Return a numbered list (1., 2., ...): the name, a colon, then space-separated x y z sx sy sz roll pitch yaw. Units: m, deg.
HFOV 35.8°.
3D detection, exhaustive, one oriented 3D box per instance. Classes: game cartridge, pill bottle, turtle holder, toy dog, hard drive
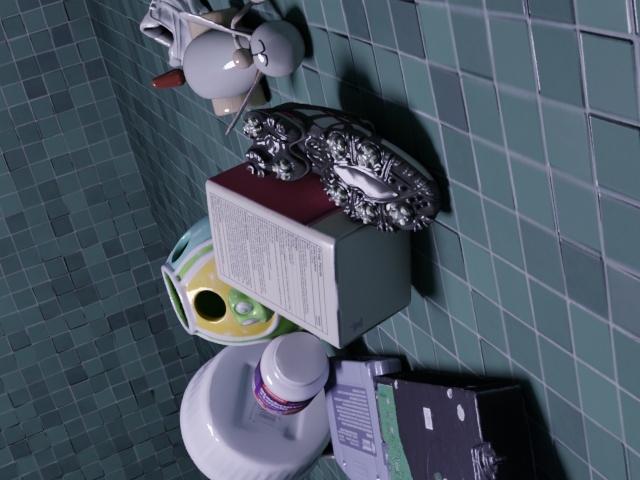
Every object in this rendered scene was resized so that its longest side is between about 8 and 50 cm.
1. game cartridge: 0.070 0.270 1.467 0.294 0.060 0.196 160 105 -75
2. pill bottle: -0.045 0.205 1.549 0.108 0.108 0.193 65 163 15
3. turtle holder: -0.115 0.073 1.577 0.320 0.227 0.243 -128 24 -47
4. toy dog: -0.143 -0.251 1.380 0.220 0.161 0.333 66 164 9
5. hard drive: 0.155 0.277 1.159 0.339 0.064 0.237 160 103 -73

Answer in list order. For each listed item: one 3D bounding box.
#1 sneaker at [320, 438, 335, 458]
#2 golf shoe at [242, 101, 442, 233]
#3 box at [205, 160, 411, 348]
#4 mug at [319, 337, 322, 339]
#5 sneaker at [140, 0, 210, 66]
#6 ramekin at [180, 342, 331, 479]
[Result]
1. sneaker: -0.044 0.369 1.855 0.084 0.185 0.069 45 117 54
2. golf shoe: 0.037 -0.100 1.110 0.273 0.120 0.105 28 131 33
3. box: -0.015 0.002 1.201 0.232 0.127 0.148 26 131 40
4. mug: 0.021 0.123 1.493 0.062 0.064 0.078 63 163 19
5. sneaker: -0.254 -0.392 1.650 0.232 0.115 0.090 64 163 17
6. ramekin: -0.102 0.301 1.759 0.277 0.277 0.135 64 154 17
